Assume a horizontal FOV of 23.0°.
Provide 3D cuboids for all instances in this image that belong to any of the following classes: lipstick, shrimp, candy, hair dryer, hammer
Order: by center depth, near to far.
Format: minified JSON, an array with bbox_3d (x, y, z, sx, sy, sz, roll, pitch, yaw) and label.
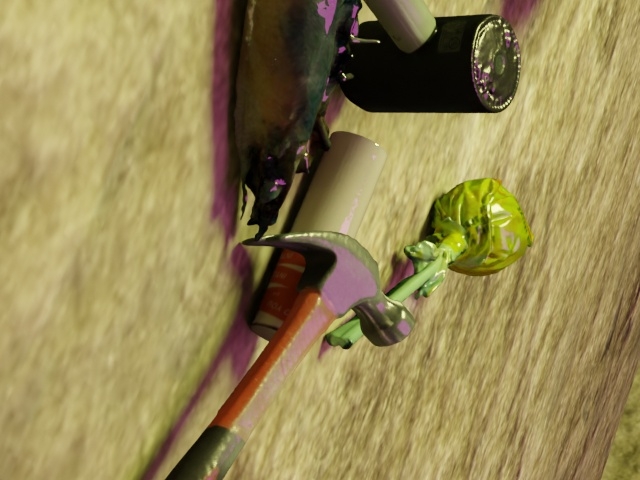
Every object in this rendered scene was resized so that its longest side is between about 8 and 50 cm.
[{"bbox_3d":[0.049,-0.113,0.819,0.051,0.198,0.262,-126,-139,-54],"label":"shrimp"},{"bbox_3d":[-0.052,0.107,0.837,0.111,0.033,0.287,52,56,-27],"label":"hammer"},{"bbox_3d":[0.030,-0.141,0.871,0.197,0.100,0.057,51,52,-45],"label":"hair dryer"},{"bbox_3d":[0.000,0.000,0.937,0.038,0.038,0.130,60,49,-64],"label":"lipstick"},{"bbox_3d":[0.077,0.021,1.156,0.262,0.073,0.077,-34,119,-51],"label":"candy"}]
